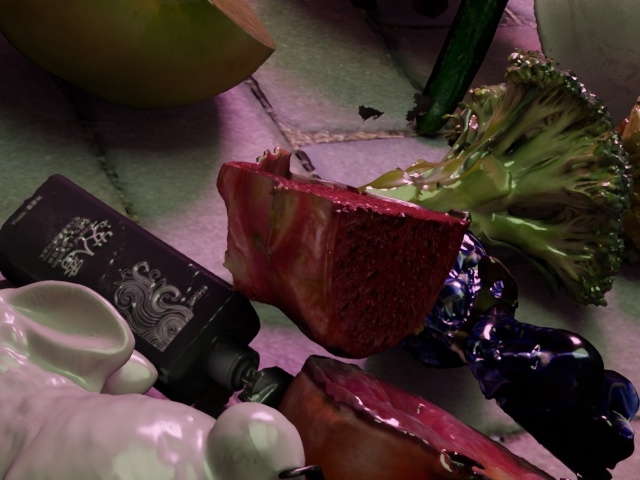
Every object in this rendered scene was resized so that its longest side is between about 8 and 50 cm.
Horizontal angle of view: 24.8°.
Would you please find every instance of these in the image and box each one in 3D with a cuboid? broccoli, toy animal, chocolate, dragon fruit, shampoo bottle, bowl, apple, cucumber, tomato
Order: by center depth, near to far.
[{"bbox_3d":[-0.178,0.146,1.009,0.258,0.194,0.357,-43,54,-5],"label":"toy animal"},{"bbox_3d":[0.103,0.229,1.036,0.334,0.176,0.289,27,3,15],"label":"tomato"},{"bbox_3d":[-0.004,0.009,1.139,0.161,0.126,0.274,24,10,26],"label":"dragon fruit"},{"bbox_3d":[0.147,0.087,1.187,0.126,0.148,0.343,-9,19,-15],"label":"chocolate"},{"bbox_3d":[-0.139,0.054,1.189,0.309,0.071,0.098,31,67,31],"label":"shampoo bottle"},{"bbox_3d":[0.118,-0.057,1.425,0.361,0.221,0.252,4,69,-13],"label":"broccoli"},{"bbox_3d":[-0.215,-0.307,1.484,0.311,0.320,0.360,-11,34,-17],"label":"apple"},{"bbox_3d":[0.175,-0.249,1.631,0.056,0.284,0.056,25,5,-2],"label":"cucumber"},{"bbox_3d":[0.385,-0.280,1.683,0.146,0.313,0.313,-6,17,41],"label":"bowl"}]

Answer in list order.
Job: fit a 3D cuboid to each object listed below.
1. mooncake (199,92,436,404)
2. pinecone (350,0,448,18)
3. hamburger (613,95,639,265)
[{"bbox_3d":[-0.010,-0.009,1.271,0.057,0.347,0.150,39,-6,-11],"label":"mooncake"},{"bbox_3d":[0.119,-0.455,1.782,0.397,0.398,0.398,12,37,-9],"label":"pinecone"},{"bbox_3d":[0.387,-0.069,1.527,0.206,0.183,0.130,-15,21,-37],"label":"hamburger"}]
